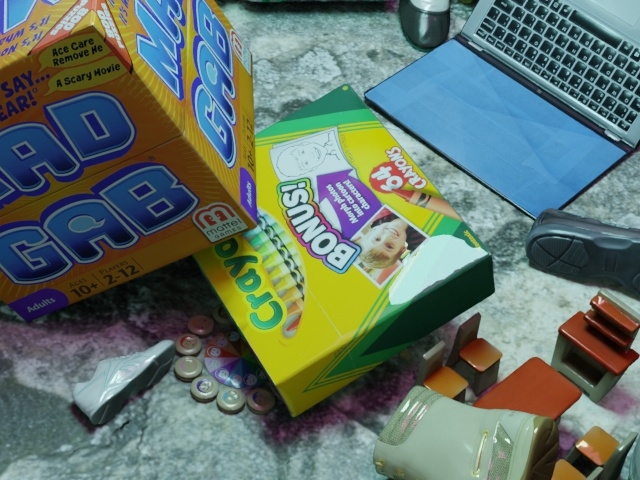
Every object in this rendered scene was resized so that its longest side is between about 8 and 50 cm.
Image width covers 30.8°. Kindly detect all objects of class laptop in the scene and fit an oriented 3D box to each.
[{"bbox_3d":[0.358,-0.300,1.888,0.382,0.408,0.236,38,19,23],"label":"laptop"}]

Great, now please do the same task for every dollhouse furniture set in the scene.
[{"bbox_3d":[0.289,0.181,1.472,0.262,0.135,0.259,39,52,26],"label":"dollhouse furniture set"}]

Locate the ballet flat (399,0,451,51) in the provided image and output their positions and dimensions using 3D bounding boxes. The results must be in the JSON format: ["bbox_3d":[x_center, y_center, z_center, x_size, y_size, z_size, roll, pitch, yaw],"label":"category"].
[{"bbox_3d":[0.194,-0.462,2.113,0.095,0.096,0.280,8,46,-2],"label":"ballet flat"}]

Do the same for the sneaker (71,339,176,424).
[{"bbox_3d":[-0.247,0.165,1.463,0.061,0.054,0.152,34,51,26],"label":"sneaker"}]

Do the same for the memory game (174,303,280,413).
[{"bbox_3d":[-0.102,0.151,1.527,0.186,0.012,0.186,4,46,-5],"label":"memory game"}]

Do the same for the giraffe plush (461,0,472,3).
[{"bbox_3d":[0.332,-0.492,2.124,0.170,0.182,0.210,6,27,13],"label":"giraffe plush"}]

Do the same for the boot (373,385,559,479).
[{"bbox_3d":[0.146,0.308,1.349,0.203,0.095,0.262,11,77,38],"label":"boot"}]

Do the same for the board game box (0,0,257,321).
[{"bbox_3d":[-0.321,-0.183,1.486,0.356,0.356,0.357,-22,43,17],"label":"board game box"}]

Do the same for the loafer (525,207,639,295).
[{"bbox_3d":[0.453,0.015,1.687,0.302,0.109,0.095,15,41,9],"label":"loafer"}]

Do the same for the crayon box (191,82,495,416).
[{"bbox_3d":[0.000,0.000,1.542,0.313,0.106,0.363,-30,55,-9],"label":"crayon box"}]

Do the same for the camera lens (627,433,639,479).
[{"bbox_3d":[0.476,0.248,1.325,0.219,0.274,0.219,0,47,0],"label":"camera lens"}]
